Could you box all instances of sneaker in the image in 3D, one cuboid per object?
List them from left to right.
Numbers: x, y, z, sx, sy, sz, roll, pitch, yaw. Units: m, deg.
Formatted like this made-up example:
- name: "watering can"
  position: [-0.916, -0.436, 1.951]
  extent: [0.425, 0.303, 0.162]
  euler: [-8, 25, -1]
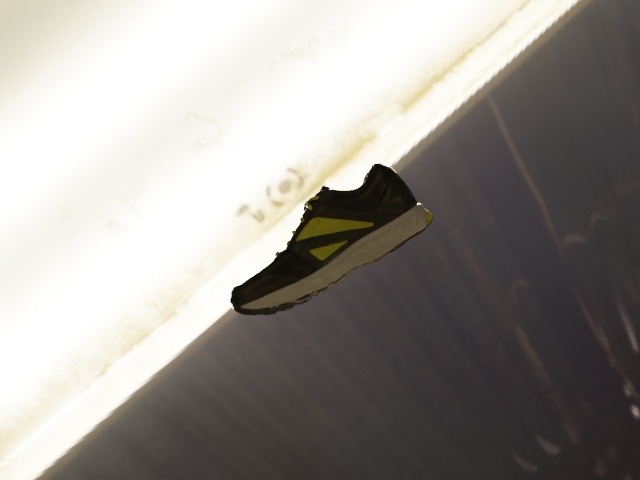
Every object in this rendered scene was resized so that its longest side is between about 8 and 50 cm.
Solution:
- name: "sneaker"
  position: [0.000, 0.000, 0.364]
  extent: [0.083, 0.035, 0.031]
  euler: [-28, -6, -11]
